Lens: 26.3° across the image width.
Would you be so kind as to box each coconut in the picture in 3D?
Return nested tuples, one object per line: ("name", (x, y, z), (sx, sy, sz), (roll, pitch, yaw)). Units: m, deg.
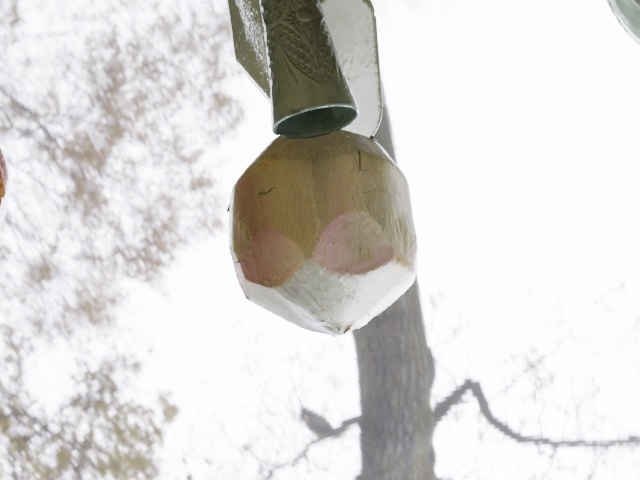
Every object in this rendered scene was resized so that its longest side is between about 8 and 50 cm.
("coconut", (0.001, 0.001, 1.593), (0.227, 0.227, 0.230), (-3, -109, 11))

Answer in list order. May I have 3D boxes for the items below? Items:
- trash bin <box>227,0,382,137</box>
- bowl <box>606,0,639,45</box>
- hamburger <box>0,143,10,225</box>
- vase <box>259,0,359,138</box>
("trash bin", (-0.027, -0.261, 1.795), (0.121, 0.243, 0.247), (-20, -143, -18))
("bowl", (0.393, -0.295, 1.332), (0.163, 0.307, 0.307), (-10, -139, -43))
("hamburger", (-0.520, -0.052, 1.523), (0.330, 0.330, 0.250), (-7, -162, 8))
("vase", (-0.027, -0.229, 1.492), (0.096, 0.096, 0.219), (-13, -103, 3))
